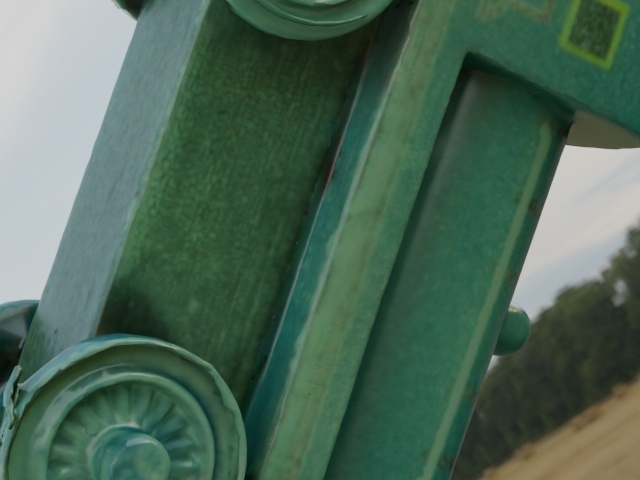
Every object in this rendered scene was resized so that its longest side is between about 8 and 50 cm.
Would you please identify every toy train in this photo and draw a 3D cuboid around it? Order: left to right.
[{"bbox_3d":[0.000,0.000,0.460,0.120,0.194,0.298,12,82,62],"label":"toy train"}]
